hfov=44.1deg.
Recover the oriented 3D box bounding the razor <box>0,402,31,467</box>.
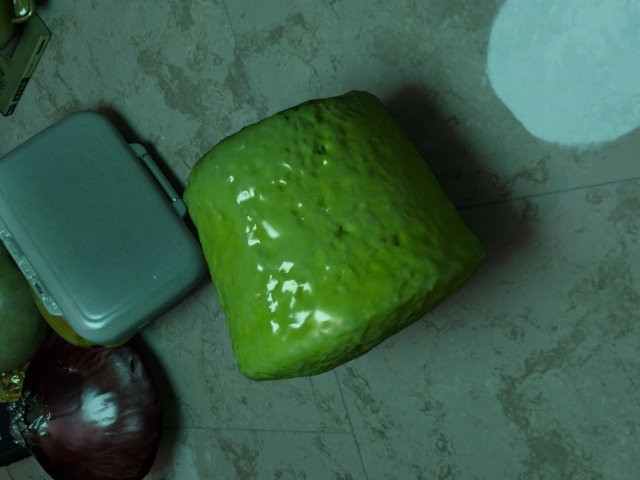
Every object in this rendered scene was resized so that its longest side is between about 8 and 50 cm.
[{"bbox_3d":[-0.718,0.426,1.840,0.327,0.107,0.189,-22,92,34],"label":"razor"}]

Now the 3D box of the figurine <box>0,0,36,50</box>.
[{"bbox_3d":[-0.607,-0.461,1.354,0.343,0.167,0.285,-10,94,27],"label":"figurine"}]

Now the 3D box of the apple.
[{"bbox_3d":[-0.646,0.127,1.594,0.234,0.257,0.257,-40,82,10],"label":"apple"}]

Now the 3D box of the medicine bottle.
[{"bbox_3d":[-0.377,-0.024,1.337,0.375,0.282,0.123,53,172,12],"label":"medicine bottle"}]

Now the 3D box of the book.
[{"bbox_3d":[-0.606,-0.370,1.506,0.161,0.026,0.231,52,129,8],"label":"book"}]

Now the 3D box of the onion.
[{"bbox_3d":[-0.472,0.332,1.513,0.348,0.285,0.347,3,95,40],"label":"onion"}]

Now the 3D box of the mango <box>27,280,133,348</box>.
[{"bbox_3d":[-0.439,0.059,1.455,0.316,0.193,0.146,58,158,18],"label":"mango"}]

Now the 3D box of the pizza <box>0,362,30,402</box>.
[{"bbox_3d":[-0.679,0.272,1.742,0.271,0.134,0.056,51,178,40],"label":"pizza"}]

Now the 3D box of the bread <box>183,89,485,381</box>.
[{"bbox_3d":[0.000,0.000,1.021,0.348,0.348,0.307,-37,80,39],"label":"bread"}]
